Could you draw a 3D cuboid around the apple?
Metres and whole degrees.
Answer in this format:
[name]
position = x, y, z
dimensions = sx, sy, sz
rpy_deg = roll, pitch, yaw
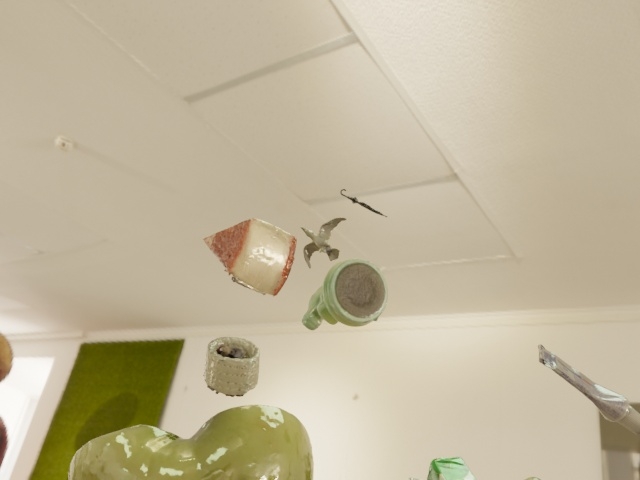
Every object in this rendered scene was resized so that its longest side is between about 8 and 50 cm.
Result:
[apple]
position = -0.189, 0.412, 0.896
dimensions = 0.320, 0.311, 0.360
rpy_deg = 21, -44, 24

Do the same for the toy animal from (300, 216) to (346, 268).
[toy animal]
position = 0.000, 0.000, 1.871
dimensions = 0.155, 0.219, 0.095
rpy_deg = 32, 12, -46

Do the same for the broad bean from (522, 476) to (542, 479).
[broad bean]
position = 0.617, 0.762, 1.627
dimensions = 0.174, 0.124, 0.082
rpy_deg = -9, -42, -48

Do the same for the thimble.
[thimble]
position = -0.188, 0.266, 1.182
dimensions = 0.115, 0.090, 0.102
rpy_deg = 20, 23, 25

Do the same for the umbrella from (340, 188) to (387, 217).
[umbrella]
position = 0.118, -0.097, 1.539
dimensions = 0.148, 0.022, 0.022
rpy_deg = 33, -4, 2

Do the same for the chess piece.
[chess piece]
position = 0.041, 0.158, 1.488
dimensions = 0.175, 0.176, 0.298
rpy_deg = 19, -21, -18

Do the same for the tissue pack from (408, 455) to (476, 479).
[tissue pack]
position = 0.338, 0.702, 1.469
dimensions = 0.156, 0.148, 0.209
rpy_deg = 1, 19, -14

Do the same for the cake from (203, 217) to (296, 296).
[cake]
position = -0.184, 0.006, 1.430
dimensions = 0.158, 0.160, 0.262
rpy_deg = 28, 5, -36

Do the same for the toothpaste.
[toothpaste]
position = 0.631, 0.350, 1.300
dimensions = 0.282, 0.068, 0.099
rpy_deg = 36, -10, 9
